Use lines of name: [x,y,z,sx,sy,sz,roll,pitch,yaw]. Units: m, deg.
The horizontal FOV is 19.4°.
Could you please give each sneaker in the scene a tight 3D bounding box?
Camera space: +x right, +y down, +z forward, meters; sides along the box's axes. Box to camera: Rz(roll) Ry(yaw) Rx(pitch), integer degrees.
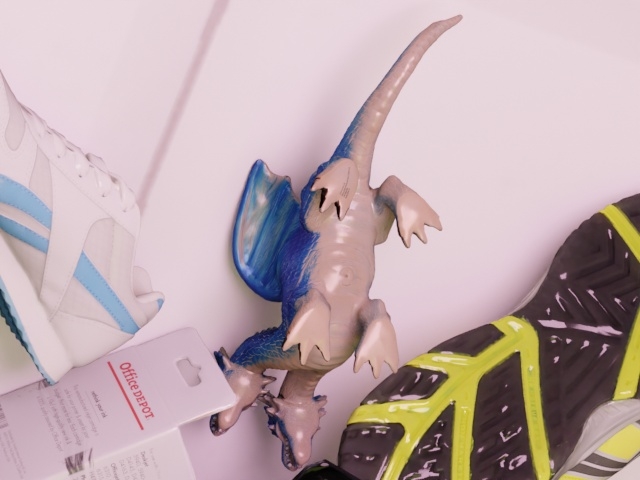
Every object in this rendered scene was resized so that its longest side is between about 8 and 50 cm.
sneaker: [0.167,0.086,1.217,0.384,0.145,0.147,-26,160,-18]
sneaker: [-0.159,-0.029,1.045,0.092,0.087,0.229,-29,129,-14]

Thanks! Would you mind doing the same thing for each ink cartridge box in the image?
ink cartridge box: [-0.139,0.127,1.111,0.180,0.104,0.060,-20,120,-11]

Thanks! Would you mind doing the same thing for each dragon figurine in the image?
dragon figurine: [0.000,0.000,1.115,0.085,0.144,0.289,10,91,-24]

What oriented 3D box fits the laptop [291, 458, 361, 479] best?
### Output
laptop: [-0.024,0.227,1.161,0.234,0.264,0.137,35,71,-31]
